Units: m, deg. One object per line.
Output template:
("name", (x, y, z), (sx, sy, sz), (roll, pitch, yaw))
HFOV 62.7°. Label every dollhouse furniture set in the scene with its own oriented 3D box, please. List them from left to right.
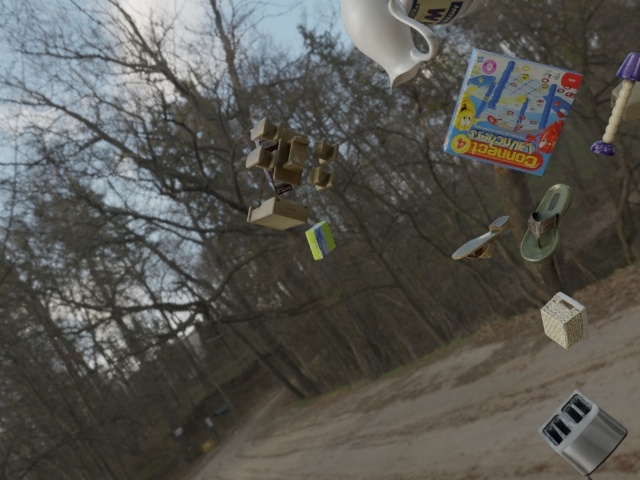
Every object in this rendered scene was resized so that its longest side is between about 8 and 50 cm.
("dollhouse furniture set", (-0.094, -0.163, 1.368), (0.212, 0.242, 0.161), (14, -13, -26))

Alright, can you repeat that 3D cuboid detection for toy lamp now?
("toy lamp", (0.832, -0.377, 1.459), (0.080, 0.080, 0.274), (-25, -46, -46))

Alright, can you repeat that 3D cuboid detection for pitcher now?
("pitcher", (0.144, -0.434, 1.077), (0.125, 0.207, 0.178), (-38, 6, -23))

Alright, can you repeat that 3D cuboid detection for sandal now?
("sandal", (0.549, 0.018, 1.730), (0.240, 0.079, 0.088), (-37, 14, -11))
("sandal", (0.708, -0.062, 1.676), (0.120, 0.086, 0.303), (2, 61, 51))

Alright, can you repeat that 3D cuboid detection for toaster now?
("toaster", (0.684, 0.504, 1.378), (0.168, 0.110, 0.185), (-51, 4, 6))

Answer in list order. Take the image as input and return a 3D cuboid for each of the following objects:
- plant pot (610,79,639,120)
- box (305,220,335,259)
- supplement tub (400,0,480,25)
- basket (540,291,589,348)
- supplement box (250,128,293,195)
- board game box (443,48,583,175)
("plant pot", (0.930, -0.421, 1.562), (0.096, 0.109, 0.109), (-27, -34, 11))
("box", (0.000, 0.000, 1.893), (0.042, 0.109, 0.178), (-17, 8, 19))
("supplement tub", (0.318, -0.785, 1.622), (0.325, 0.235, 0.235), (-16, -21, -25))
("basket", (0.854, 0.284, 1.841), (0.103, 0.113, 0.167), (-37, -51, -9))
("supplement box", (-0.185, -0.307, 2.006), (0.073, 0.130, 0.239), (-22, -59, -10))
("board game box", (0.558, -0.378, 1.560), (0.086, 0.308, 0.302), (-66, -11, -64))
